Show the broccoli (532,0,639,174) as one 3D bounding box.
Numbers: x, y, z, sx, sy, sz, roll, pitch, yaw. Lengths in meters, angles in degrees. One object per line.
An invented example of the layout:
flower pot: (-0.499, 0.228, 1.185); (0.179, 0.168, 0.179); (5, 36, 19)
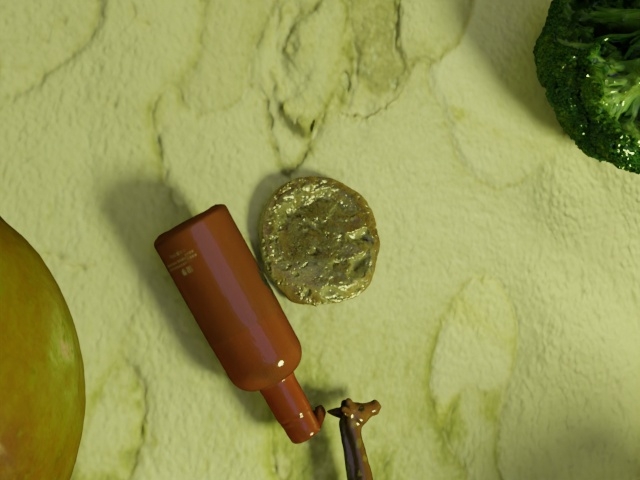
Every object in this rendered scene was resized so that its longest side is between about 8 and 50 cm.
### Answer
broccoli: (0.360, -0.197, 1.343); (0.269, 0.241, 0.261); (-12, 65, -52)

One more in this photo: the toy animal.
toy animal: (0.049, 0.298, 1.211); (0.229, 0.066, 0.224); (46, 65, -15)

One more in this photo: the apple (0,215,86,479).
apple: (-0.376, 0.122, 0.941); (0.384, 0.374, 0.374); (-8, 84, 15)

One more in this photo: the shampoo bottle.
shampoo bottle: (-0.070, 0.086, 1.187); (0.085, 0.085, 0.244); (-32, 97, -24)

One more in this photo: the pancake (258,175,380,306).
pancake: (0.000, 0.000, 1.260); (0.139, 0.022, 0.139); (4, 80, -22)
